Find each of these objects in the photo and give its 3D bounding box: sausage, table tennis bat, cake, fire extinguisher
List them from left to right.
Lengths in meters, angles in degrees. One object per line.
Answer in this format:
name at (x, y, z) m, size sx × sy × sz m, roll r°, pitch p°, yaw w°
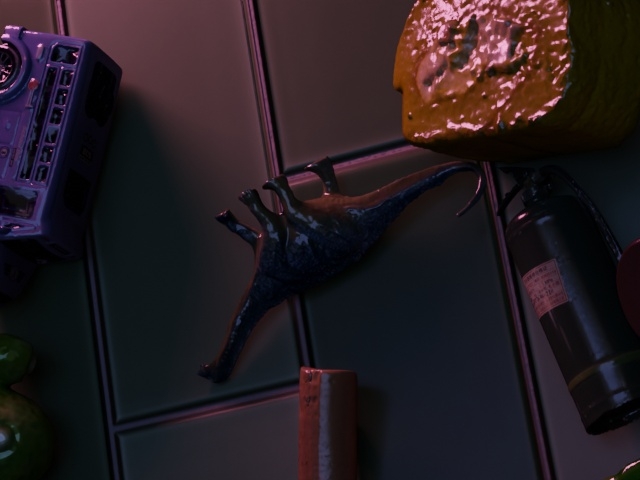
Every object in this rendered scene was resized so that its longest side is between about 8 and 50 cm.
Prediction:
sausage at (0.010, 0.273, 1.891) m, size 0.066 × 0.066 × 0.301 m, roll -2°, pitch 81°, yaw 18°
cake at (0.190, -0.175, 1.877) m, size 0.260 × 0.156 × 0.179 m, roll -5°, pitch 78°, yaw 48°
fire extinguisher at (0.243, 0.035, 1.871) m, size 0.118 × 0.093 × 0.294 m, roll -43°, pitch 60°, yaw 43°
table tennis bat at (0.278, 0.090, 1.735) m, size 0.107 × 0.119 × 0.170 m, roll -12°, pitch 95°, yaw 56°

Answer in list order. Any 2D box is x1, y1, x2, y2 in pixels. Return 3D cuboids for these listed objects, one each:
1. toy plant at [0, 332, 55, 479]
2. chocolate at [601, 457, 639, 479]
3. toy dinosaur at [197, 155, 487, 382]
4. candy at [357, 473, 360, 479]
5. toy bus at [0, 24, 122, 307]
toy plant at (-0.425, 0.175, 2.037) m, size 0.316 × 0.184 × 0.224 m, roll 24°, pitch 89°, yaw 7°
chocolate at (0.303, 0.379, 1.681) m, size 0.341 × 0.161 × 0.360 m, roll -29°, pitch 67°, yaw 28°
toy dinosaur at (-0.010, -0.007, 1.979) m, size 0.363 × 0.076 × 0.147 m, roll -35°, pitch 87°, yaw 8°
candy at (0.028, 0.204, 1.938) m, size 0.025 × 0.023 × 0.083 m, roll -14°, pitch 76°, yaw -28°
toy bus at (-0.307, -0.071, 2.067) m, size 0.133 × 0.125 × 0.292 m, roll 8°, pitch 77°, yaw 20°
